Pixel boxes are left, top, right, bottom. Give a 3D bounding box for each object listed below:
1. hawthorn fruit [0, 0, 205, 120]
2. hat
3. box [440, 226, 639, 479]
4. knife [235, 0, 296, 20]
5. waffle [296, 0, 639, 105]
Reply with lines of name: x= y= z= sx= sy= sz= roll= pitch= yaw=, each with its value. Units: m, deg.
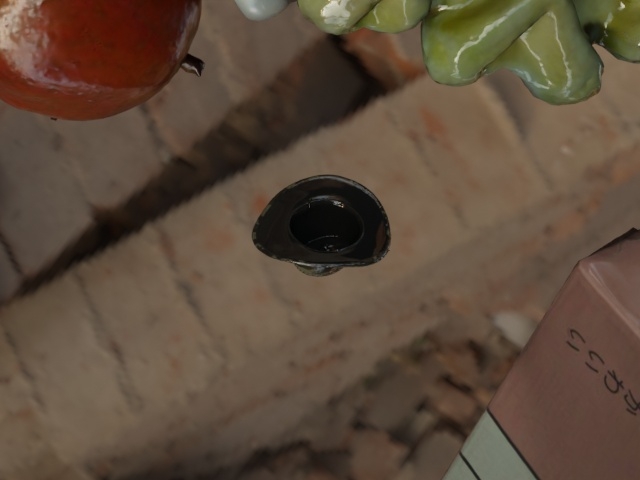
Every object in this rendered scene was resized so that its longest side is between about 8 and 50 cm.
hawthorn fruit: x=-0.169 y=-0.164 z=1.364 sx=0.202 sy=0.185 sz=0.185 roll=29 pitch=94 yaw=-28
hat: x=0.000 y=0.000 z=1.609 sx=0.121 sy=0.121 sz=0.050 roll=-29 pitch=144 yaw=-32
box: x=0.126 y=0.132 z=0.562 sx=0.086 sy=0.215 sz=0.215 roll=-21 pitch=150 yaw=-37
knife: x=-0.039 y=-0.208 z=1.425 sx=0.040 sy=0.265 sz=0.073 roll=-27 pitch=98 yaw=9
waffle: x=0.080 y=-0.210 z=0.749 sx=0.291 sy=0.056 sz=0.309 roll=9 pitch=82 yaw=-29
